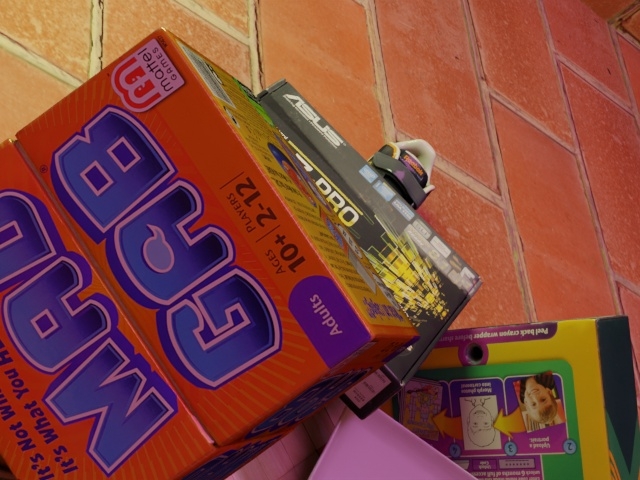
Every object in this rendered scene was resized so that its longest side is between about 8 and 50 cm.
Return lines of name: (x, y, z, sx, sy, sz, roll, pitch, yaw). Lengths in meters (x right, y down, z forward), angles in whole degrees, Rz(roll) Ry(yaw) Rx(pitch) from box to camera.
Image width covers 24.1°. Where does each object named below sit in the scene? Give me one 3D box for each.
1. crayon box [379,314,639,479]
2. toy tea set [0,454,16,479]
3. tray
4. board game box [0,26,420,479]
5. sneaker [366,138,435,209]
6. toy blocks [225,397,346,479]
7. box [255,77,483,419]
crayon box: (0.245, 0.271, 2.015, 0.106, 0.363, 0.313, -1, 85, -54)
toy tea set: (-0.390, 0.100, 1.582, 0.200, 0.124, 0.336, 7, 35, -36)
tray: (0.098, 0.318, 1.887, 0.270, 0.030, 0.145, 38, 70, -26)
board game box: (-0.158, 0.056, 1.549, 0.356, 0.356, 0.356, 55, 6, 9)
sneaker: (0.102, -0.078, 2.479, 0.126, 0.127, 0.321, 48, 33, -12)
toy blocks: (-0.070, 0.281, 1.874, 0.381, 0.191, 0.261, -29, 93, -48)
box: (0.000, 0.000, 1.917, 0.395, 0.097, 0.318, 46, 31, 1)
